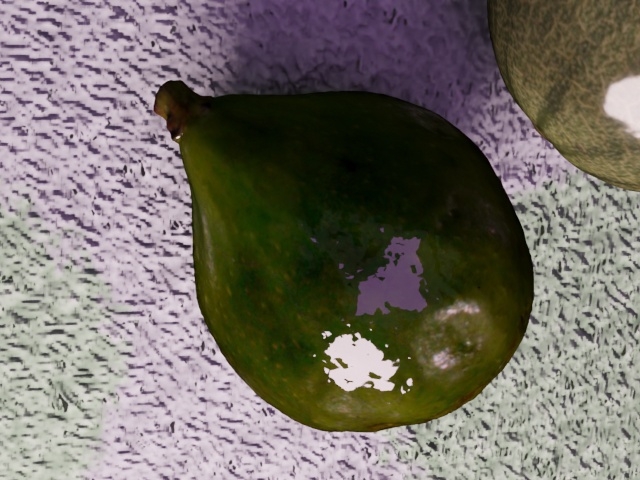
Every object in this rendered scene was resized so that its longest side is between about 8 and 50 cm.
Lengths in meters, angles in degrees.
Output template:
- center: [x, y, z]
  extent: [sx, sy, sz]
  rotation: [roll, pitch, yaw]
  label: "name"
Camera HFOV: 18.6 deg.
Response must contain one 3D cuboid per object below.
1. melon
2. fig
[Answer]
- center: [0.223, -0.168, 1.067]
  extent: [0.237, 0.237, 0.302]
  rotation: [35, 101, -27]
  label: "melon"
- center: [0.000, 0.000, 1.097]
  extent: [0.245, 0.195, 0.195]
  rotation: [34, 100, -36]
  label: "fig"
